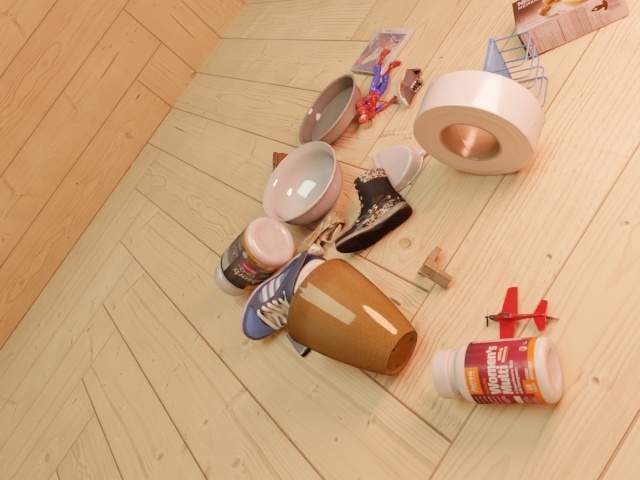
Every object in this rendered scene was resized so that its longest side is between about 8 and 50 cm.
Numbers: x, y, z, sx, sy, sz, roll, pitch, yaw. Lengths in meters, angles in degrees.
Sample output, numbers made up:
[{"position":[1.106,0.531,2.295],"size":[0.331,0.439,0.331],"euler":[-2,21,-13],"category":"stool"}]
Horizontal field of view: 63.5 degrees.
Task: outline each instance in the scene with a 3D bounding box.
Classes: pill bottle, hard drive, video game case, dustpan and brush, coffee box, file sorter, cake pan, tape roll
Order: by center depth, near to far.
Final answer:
[{"position":[0.337,0.253,1.000],"size":[0.221,0.121,0.121],"euler":[-14,53,37],"category":"pill bottle"},{"position":[0.370,-0.270,1.225],"size":[0.286,0.286,0.100],"euler":[6,66,46],"category":"tape roll"},{"position":[0.495,-0.416,1.302],"size":[0.104,0.170,0.118],"euler":[-1,61,39],"category":"file sorter"},{"position":[0.644,-0.604,1.348],"size":[0.246,0.098,0.141],"euler":[-17,51,35],"category":"coffee box"},{"position":[-0.028,0.244,1.436],"size":[0.135,0.022,0.094],"euler":[-50,39,3],"category":"hard drive"},{"position":[0.262,-0.237,1.491],"size":[0.211,0.060,0.147],"euler":[-35,55,31],"category":"dustpan and brush"},{"position":[-0.214,0.059,1.601],"size":[0.278,0.162,0.162],"euler":[-42,36,44],"category":"pill bottle"},{"position":[0.037,-0.447,1.816],"size":[0.293,0.054,0.293],"euler":[-38,35,33],"category":"cake pan"},{"position":[0.221,-0.688,1.877],"size":[0.201,0.023,0.183],"euler":[-55,39,-3],"category":"video game case"}]

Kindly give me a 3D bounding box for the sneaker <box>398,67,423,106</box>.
[{"position":[0.291,-0.495,1.643],"size":[0.065,0.061,0.158],"euler":[-9,57,33],"category":"sneaker"}]

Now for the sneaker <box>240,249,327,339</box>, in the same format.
[{"position":[-0.090,0.175,1.423],"size":[0.323,0.130,0.236],"euler":[-47,19,-2],"category":"sneaker"}]

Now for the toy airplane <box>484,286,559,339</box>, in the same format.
[{"position":[0.411,0.160,1.069],"size":[0.151,0.028,0.151],"euler":[-25,46,29],"category":"toy airplane"}]

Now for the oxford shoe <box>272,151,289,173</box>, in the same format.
[{"position":[-0.135,-0.227,1.855],"size":[0.076,0.076,0.212],"euler":[1,67,-1],"category":"oxford shoe"}]

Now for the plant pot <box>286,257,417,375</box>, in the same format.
[{"position":[0.093,0.201,1.223],"size":[0.254,0.237,0.237],"euler":[28,83,35],"category":"plant pot"}]

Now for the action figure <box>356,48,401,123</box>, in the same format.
[{"position":[0.207,-0.505,1.700],"size":[0.139,0.091,0.280],"euler":[4,64,56],"category":"action figure"}]

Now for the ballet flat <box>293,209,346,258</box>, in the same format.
[{"position":[0.000,0.000,1.556],"size":[0.206,0.073,0.067],"euler":[-52,54,7],"category":"ballet flat"}]

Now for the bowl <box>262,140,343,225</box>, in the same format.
[{"position":[-0.032,-0.159,1.648],"size":[0.298,0.134,0.297],"euler":[-25,48,30],"category":"bowl"}]

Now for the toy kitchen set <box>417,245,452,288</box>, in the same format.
[{"position":[0.283,0.075,1.260],"size":[0.083,0.075,0.068],"euler":[-45,-16,-44],"category":"toy kitchen set"}]

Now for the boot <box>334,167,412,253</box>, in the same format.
[{"position":[0.123,-0.084,1.461],"size":[0.236,0.085,0.178],"euler":[-33,55,13],"category":"boot"}]
